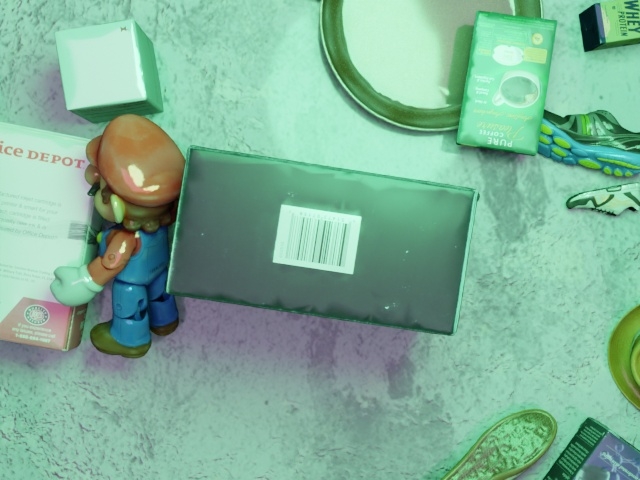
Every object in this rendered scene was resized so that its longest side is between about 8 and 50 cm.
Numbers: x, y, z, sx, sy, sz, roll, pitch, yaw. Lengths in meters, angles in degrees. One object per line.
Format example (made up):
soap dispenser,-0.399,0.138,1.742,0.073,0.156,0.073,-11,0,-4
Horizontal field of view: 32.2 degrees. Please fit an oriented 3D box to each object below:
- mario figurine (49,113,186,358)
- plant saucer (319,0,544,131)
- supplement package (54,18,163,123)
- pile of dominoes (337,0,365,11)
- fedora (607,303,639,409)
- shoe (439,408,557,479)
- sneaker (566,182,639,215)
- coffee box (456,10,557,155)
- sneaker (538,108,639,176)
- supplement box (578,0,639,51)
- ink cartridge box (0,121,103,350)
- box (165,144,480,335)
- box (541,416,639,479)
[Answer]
mario figurine,-0.259,-0.018,1.445,0.170,0.198,0.320,2,120,-7
plant saucer,0.152,-0.305,1.538,0.311,0.050,0.310,0,91,-4
supplement package,-0.276,-0.221,1.471,0.105,0.179,0.105,-8,90,-1
pile of dominoes,-0.036,-0.449,1.557,0.251,0.040,0.196,16,90,-9
fedora,0.485,0.173,1.512,0.194,0.079,0.194,5,101,24
shoe,0.238,0.314,1.554,0.219,0.058,0.076,-37,71,-4
sneaker,0.400,-0.053,1.556,0.109,0.040,0.043,-9,93,-1
coffee box,0.250,-0.212,1.500,0.113,0.040,0.184,7,91,3
sneaker,0.367,-0.148,1.549,0.188,0.067,0.078,18,62,4
supplement box,0.412,-0.299,1.531,0.083,0.083,0.056,-9,92,-2
ink cartridge box,-0.406,-0.010,1.502,0.207,0.117,0.283,11,90,-1
box,0.000,0.000,1.414,0.343,0.312,0.179,9,91,-1
box,0.383,0.374,1.527,0.153,0.108,0.207,35,89,-2
